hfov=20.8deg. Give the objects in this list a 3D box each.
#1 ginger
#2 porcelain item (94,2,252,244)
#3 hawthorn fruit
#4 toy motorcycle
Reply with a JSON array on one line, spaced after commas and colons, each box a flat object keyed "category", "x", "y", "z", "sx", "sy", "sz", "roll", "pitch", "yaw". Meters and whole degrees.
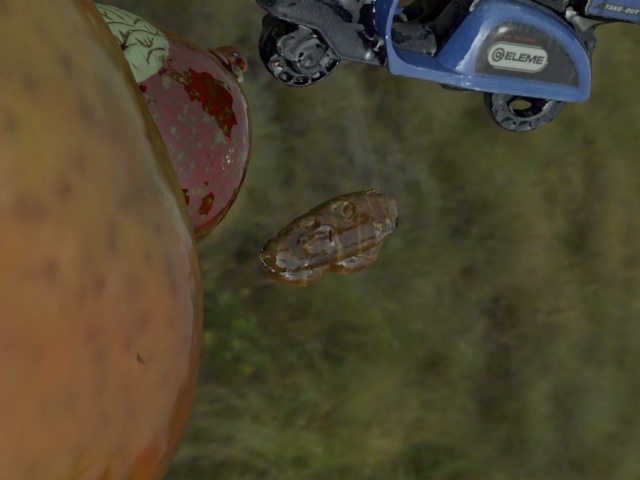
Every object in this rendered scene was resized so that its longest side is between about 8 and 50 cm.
[{"category": "ginger", "x": 0.000, "y": 0.000, "z": 1.827, "sx": 0.073, "sy": 0.162, "sz": 0.103, "roll": 62, "pitch": -23, "yaw": 20}, {"category": "porcelain item", "x": -0.160, "y": -0.109, "z": 1.511, "sx": 0.253, "sy": 0.253, "sz": 0.253, "roll": 44, "pitch": 39, "yaw": -51}, {"category": "hawthorn fruit", "x": -0.295, "y": -0.010, "z": 0.903, "sx": 0.472, "sy": 0.472, "sz": 0.472, "roll": 44, "pitch": 39, "yaw": -51}, {"category": "toy motorcycle", "x": 0.116, "y": -0.215, "z": 1.503, "sx": 0.358, "sy": 0.213, "sz": 0.125, "roll": 4, "pitch": 32, "yaw": -28}]
